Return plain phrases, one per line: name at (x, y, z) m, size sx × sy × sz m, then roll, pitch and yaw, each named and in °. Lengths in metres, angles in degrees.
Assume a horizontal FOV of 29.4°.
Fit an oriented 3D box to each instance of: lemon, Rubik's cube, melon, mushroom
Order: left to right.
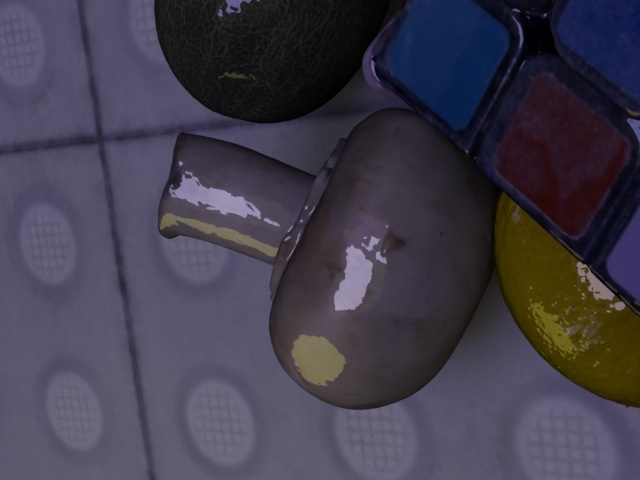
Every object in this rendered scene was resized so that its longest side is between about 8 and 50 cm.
melon at (-0.041, -0.270, 1.242) m, size 0.237 × 0.237 × 0.301 m, roll 33°, pitch 114°, yaw 27°
mushroom at (0.000, 0.000, 1.202) m, size 0.336 × 0.314 × 0.314 m, roll 17°, pitch 112°, yaw 4°
lemon at (0.275, 0.024, 1.072) m, size 0.263 × 0.236 × 0.236 m, roll 40°, pitch 121°, yaw 22°
Rubik's cube at (0.311, -0.177, 0.842) m, size 0.359 × 0.363 × 0.362 m, roll 46°, pitch 131°, yaw 25°

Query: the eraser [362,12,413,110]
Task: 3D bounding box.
eraser at (0.149, -0.181, 1.142) m, size 0.059 × 0.243 × 0.204 m, roll 176°, pitch 82°, yaw -72°
